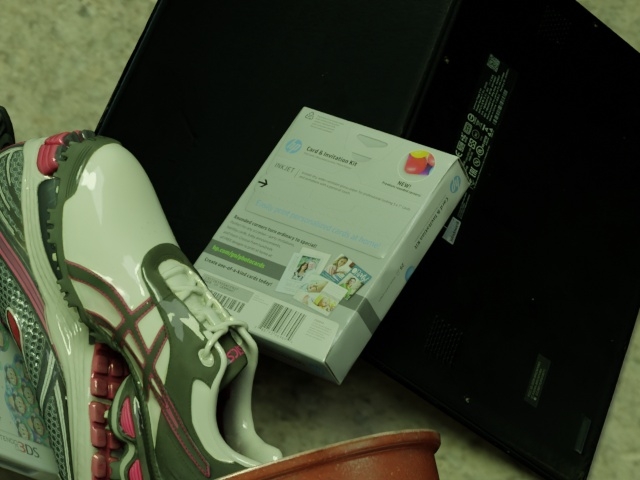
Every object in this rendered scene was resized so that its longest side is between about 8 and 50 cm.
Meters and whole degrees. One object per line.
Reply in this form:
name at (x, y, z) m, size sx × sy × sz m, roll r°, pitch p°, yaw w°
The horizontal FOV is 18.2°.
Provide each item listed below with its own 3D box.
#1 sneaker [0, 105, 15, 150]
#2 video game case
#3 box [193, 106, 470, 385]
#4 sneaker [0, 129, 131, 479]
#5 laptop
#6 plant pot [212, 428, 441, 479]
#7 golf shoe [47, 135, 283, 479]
sneaker at (-0.334, 0.011, 1.515) m, size 0.130 × 0.109 × 0.286 m, roll 15°, pitch 57°, yaw 10°
video game case at (-0.241, 0.092, 1.461) m, size 0.019 × 0.143 × 0.157 m, roll -23°, pitch 66°, yaw 15°
box at (0.000, 0.000, 1.455) m, size 0.145 × 0.038 × 0.186 m, roll 20°, pitch 67°, yaw 33°
sneaker at (-0.179, 0.072, 1.474) m, size 0.121 × 0.112 × 0.299 m, roll -10°, pitch 91°, yaw -58°
laptop at (0.050, -0.043, 1.632) m, size 0.408 × 0.236 × 0.382 m, roll 34°, pitch 61°, yaw -23°
plant pot at (-0.005, 0.296, 1.339) m, size 0.272 × 0.272 × 0.265 m, roll -15°, pitch 75°, yaw -15°
golf shoe at (-0.101, 0.053, 1.388) m, size 0.105 × 0.120 × 0.273 m, roll -28°, pitch 105°, yaw -54°
